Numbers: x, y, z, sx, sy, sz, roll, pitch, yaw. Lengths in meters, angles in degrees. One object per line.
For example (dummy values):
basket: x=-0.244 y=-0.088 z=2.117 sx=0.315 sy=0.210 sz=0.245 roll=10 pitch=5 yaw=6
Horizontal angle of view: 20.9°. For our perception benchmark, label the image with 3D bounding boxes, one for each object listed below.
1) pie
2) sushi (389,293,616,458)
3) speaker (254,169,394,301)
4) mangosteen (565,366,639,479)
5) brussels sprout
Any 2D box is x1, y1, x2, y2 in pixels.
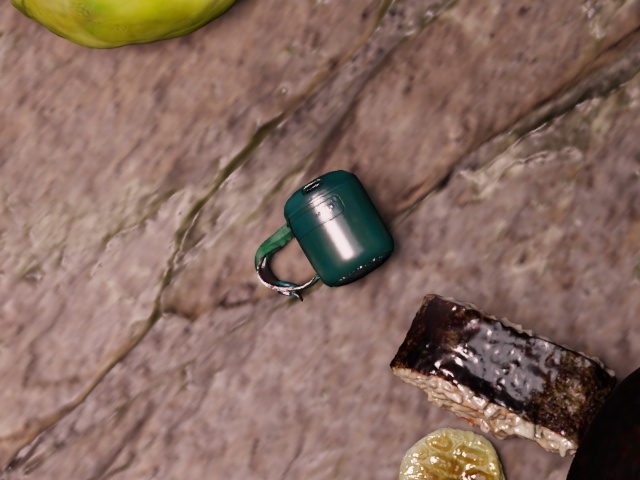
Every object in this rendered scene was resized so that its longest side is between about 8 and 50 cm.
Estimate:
pie: x=0.093 y=0.173 z=1.219 sx=0.084 sy=0.020 sz=0.084 roll=1 pitch=80 yaw=-4
sushi: x=0.127 y=0.096 z=1.202 sx=0.150 sy=0.090 sz=0.078 roll=25 pitch=83 yaw=-2
speaker: x=0.000 y=0.001 z=1.233 sx=0.094 sy=0.060 sz=0.075 roll=-33 pitch=82 yaw=26
mangosteen: x=0.332 y=0.245 z=1.082 sx=0.382 sy=0.382 sz=0.435 roll=-1 pitch=118 yaw=-5
brussels sprout: x=-0.135 y=-0.240 z=1.206 sx=0.223 sy=0.161 sz=0.223 roll=0 pitch=86 yaw=-1
